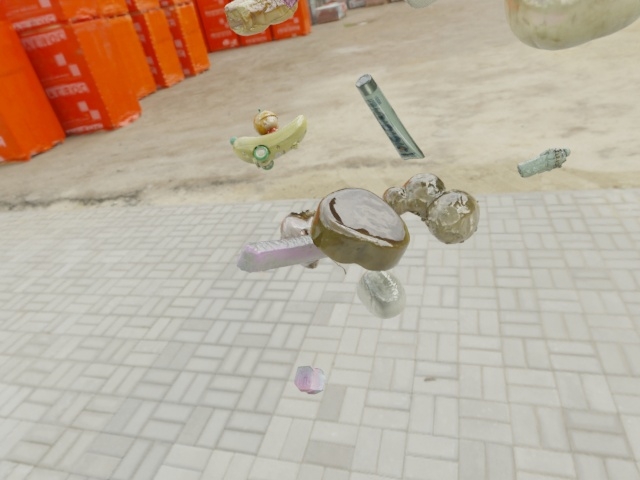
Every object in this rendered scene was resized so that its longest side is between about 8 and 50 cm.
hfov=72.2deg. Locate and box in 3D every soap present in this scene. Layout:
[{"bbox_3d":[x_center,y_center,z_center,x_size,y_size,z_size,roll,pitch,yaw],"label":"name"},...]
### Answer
[{"bbox_3d":[-0.042,0.536,1.686,0.149,0.056,0.100,-25,46,55],"label":"soap"}]

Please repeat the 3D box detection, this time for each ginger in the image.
[{"bbox_3d":[0.348,-0.109,1.372,0.304,0.155,0.244,27,49,34],"label":"ginger"}]

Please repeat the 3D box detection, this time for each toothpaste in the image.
[{"bbox_3d":[0.151,-0.254,0.947,0.062,0.239,0.039,2,57,44],"label":"toothpaste"}]

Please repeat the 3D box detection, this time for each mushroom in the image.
[{"bbox_3d":[0.636,-0.632,1.075,0.353,0.325,0.353,14,9,-2],"label":"mushroom"}]

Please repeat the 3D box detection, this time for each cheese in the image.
[{"bbox_3d":[0.231,0.199,1.628,0.154,0.198,0.189,-25,66,-13],"label":"cheese"}]

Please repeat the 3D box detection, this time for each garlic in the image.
[{"bbox_3d":[0.000,0.000,1.426,0.256,0.207,0.207,19,40,23],"label":"garlic"}]

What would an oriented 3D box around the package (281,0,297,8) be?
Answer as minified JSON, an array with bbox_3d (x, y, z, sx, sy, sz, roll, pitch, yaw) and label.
[{"bbox_3d":[-0.106,-0.903,1.634,0.083,0.059,0.029,-48,-6,-8],"label":"package"}]

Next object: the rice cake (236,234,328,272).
[{"bbox_3d":[-0.070,0.028,1.137,0.056,0.073,0.365,38,26,28],"label":"rice cake"}]

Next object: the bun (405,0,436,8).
[{"bbox_3d":[0.280,-0.779,1.157,0.263,0.263,0.175,-28,72,-26],"label":"bun"}]

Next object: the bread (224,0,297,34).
[{"bbox_3d":[-0.238,-0.948,1.800,0.294,0.132,0.166,-41,48,-22],"label":"bread"}]

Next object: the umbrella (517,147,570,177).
[{"bbox_3d":[0.631,-0.221,1.238,0.143,0.062,0.067,-26,22,13],"label":"umbrella"}]

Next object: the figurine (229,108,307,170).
[{"bbox_3d":[-0.208,-0.431,1.803,0.324,0.124,0.222,-29,74,0],"label":"figurine"}]

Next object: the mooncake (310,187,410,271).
[{"bbox_3d":[0.092,-0.030,1.066,0.234,0.117,0.235,15,36,-11],"label":"mooncake"}]
